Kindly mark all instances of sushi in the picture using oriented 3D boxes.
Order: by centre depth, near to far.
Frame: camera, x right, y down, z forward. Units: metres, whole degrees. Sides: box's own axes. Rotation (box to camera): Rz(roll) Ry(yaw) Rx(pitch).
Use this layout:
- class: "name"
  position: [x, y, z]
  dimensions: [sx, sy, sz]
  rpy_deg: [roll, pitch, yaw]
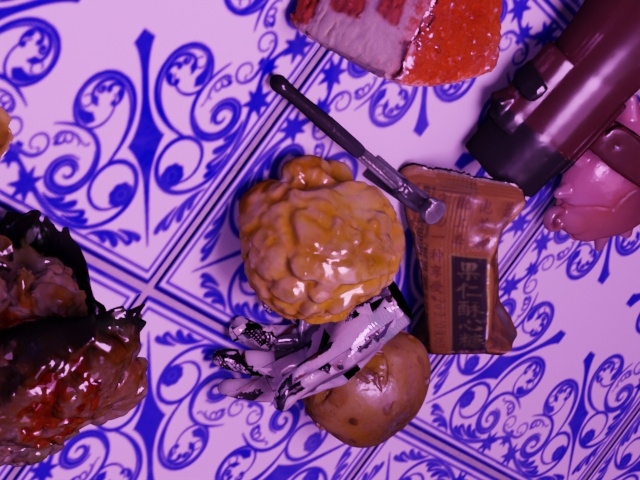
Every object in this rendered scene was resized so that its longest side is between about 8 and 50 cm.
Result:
- class: "sushi"
  position: [-0.268, 0.108, 1.517]
  dimensions: [0.238, 0.219, 0.225]
  rpy_deg: [-41, 136, -14]

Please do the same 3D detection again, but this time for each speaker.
- class: "speaker"
  position: [0.328, -0.190, 1.940]
  dimensions: [0.329, 0.198, 0.259]
  rpy_deg: [-51, 153, 17]

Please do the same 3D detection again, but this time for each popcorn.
- class: "popcorn"
  position: [0.000, 0.000, 1.751]
  dimensions: [0.180, 0.170, 0.180]
  rpy_deg: [-7, 108, -22]

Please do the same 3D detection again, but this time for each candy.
- class: "candy"
  position: [0.162, 0.024, 1.956]
  dimensions: [0.101, 0.143, 0.271]
  rpy_deg: [-75, 164, -49]

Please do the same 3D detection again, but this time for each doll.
- class: "doll"
  position: [0.370, -0.087, 2.095]
  dimensions: [0.262, 0.093, 0.211]
  rpy_deg: [-40, 137, -13]

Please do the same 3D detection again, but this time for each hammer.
- class: "hammer"
  position: [0.026, -0.101, 1.767]
  dimensions: [0.246, 0.103, 0.029]
  rpy_deg: [38, 90, -38]

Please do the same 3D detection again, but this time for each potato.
- class: "potato"
  position: [0.057, 0.165, 1.958]
  dimensions: [0.176, 0.137, 0.137]
  rpy_deg: [-9, 125, -44]

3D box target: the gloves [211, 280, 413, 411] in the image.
- class: "gloves"
  position: [-0.010, 0.111, 1.849]
  dimensions: [0.212, 0.127, 0.111]
  rpy_deg: [-33, 155, 9]

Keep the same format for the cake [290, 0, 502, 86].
- class: "cake"
  position: [0.116, -0.277, 1.646]
  dimensions: [0.159, 0.158, 0.262]
  rpy_deg: [12, 109, -53]

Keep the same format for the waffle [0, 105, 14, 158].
- class: "waffle"
  position: [-0.358, -0.061, 1.362]
  dimensions: [0.229, 0.057, 0.219]
  rpy_deg: [-65, 146, -21]
